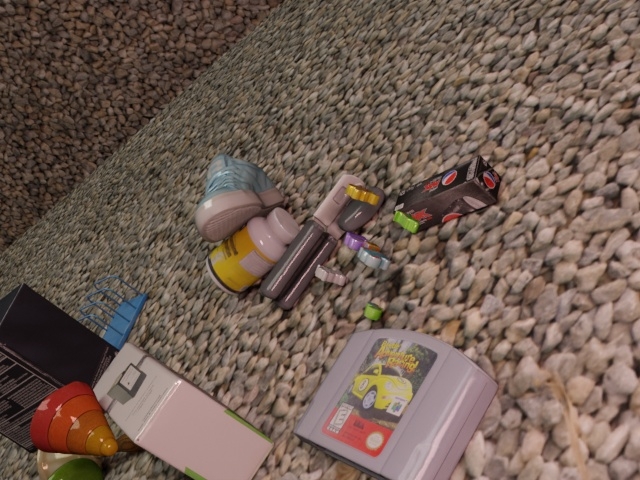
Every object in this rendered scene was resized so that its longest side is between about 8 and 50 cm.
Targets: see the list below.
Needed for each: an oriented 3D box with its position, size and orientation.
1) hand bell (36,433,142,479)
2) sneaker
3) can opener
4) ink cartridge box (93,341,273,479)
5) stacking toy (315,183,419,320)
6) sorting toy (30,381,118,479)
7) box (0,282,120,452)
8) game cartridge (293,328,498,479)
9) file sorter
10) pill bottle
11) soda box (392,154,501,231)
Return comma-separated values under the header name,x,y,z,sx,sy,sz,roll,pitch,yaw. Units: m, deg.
name,x,y,z,sx,sy,sz,roll,pitch,yaw
hand bell,-0.408,0.397,1.626,0.242,0.126,0.126,-22,35,22
sneaker,-0.190,-0.095,1.691,0.135,0.150,0.366,-39,-3,11
can opener,0.000,0.000,1.528,0.280,0.074,0.093,-52,27,-5
ink cartridge box,-0.227,0.282,1.358,0.115,0.198,0.273,-56,26,-12
stacking toy,0.070,0.014,1.359,0.167,0.052,0.221,-69,25,10
sorting toy,-0.364,0.407,1.345,0.126,0.366,0.127,21,27,34
box,-0.657,0.290,1.907,0.296,0.294,0.183,-31,31,32
game cartridge,0.092,0.212,1.125,0.196,0.060,0.294,-53,26,-18
file sorter,-0.518,0.185,2.051,0.118,0.104,0.170,-21,37,43
pill bottle,-0.130,0.018,1.672,0.184,0.103,0.103,-39,28,21
soda box,0.197,-0.069,1.331,0.169,0.060,0.053,-23,35,44
